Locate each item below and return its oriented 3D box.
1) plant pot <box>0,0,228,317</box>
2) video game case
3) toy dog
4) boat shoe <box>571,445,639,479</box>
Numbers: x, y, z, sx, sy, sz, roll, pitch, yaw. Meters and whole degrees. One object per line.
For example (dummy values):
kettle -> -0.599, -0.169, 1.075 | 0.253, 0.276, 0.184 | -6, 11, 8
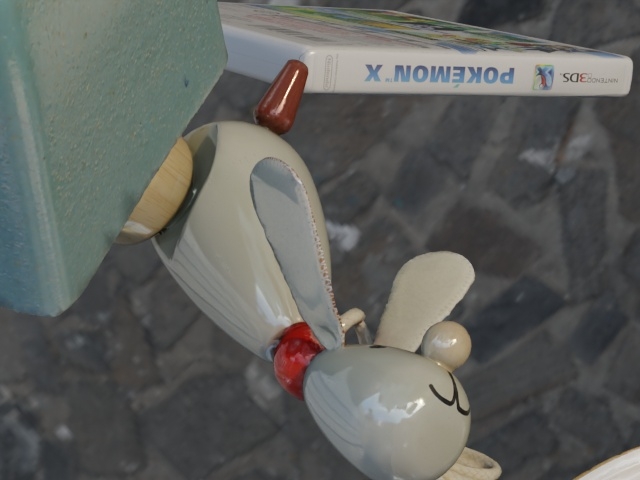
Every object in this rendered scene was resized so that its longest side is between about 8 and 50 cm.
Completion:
plant pot -> -0.210, -0.155, 0.909 | 0.247, 0.248, 0.252 | 13, 135, 14
video game case -> 0.025, -0.153, 1.326 | 0.329, 0.300, 0.036 | 22, 110, 54
toy dog -> 0.000, 0.000, 1.002 | 0.333, 0.220, 0.161 | 37, 96, 27
boat shoe -> 0.298, 0.206, 1.332 | 0.098, 0.277, 0.096 | 91, 158, -65
